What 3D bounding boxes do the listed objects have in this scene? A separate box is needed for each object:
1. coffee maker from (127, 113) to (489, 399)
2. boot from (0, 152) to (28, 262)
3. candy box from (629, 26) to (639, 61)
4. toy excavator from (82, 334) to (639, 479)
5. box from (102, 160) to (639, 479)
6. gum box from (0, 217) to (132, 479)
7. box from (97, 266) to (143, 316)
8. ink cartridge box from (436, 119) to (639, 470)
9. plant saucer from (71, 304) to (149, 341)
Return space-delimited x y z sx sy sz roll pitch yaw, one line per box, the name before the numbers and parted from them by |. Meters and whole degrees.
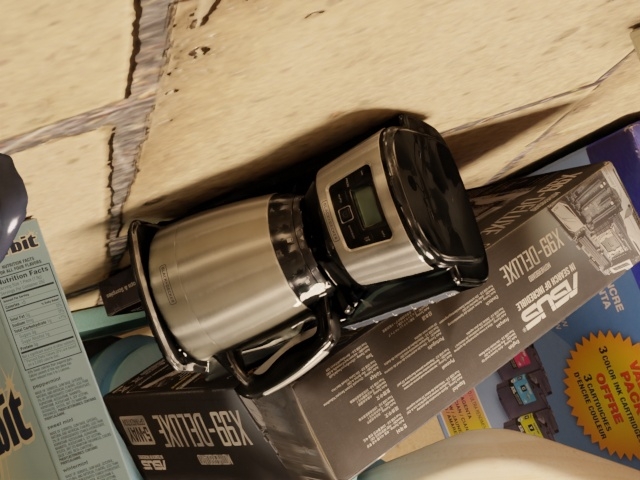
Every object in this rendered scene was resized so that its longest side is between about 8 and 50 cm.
coffee maker | 0.000 0.000 1.061 0.178 0.120 0.171 -21 -168 19
boot | -0.189 0.019 0.762 0.086 0.069 0.190 -13 169 -31
candy box | 0.278 -0.063 1.090 0.071 0.159 0.233 -24 173 26
toy excavator | 0.023 0.205 1.413 0.445 0.433 0.222 -32 -152 35
box | 0.038 0.057 1.220 0.307 0.076 0.242 -33 -167 -33
gum box | -0.163 0.098 0.976 0.041 0.184 0.157 -17 173 -29
box | -0.065 0.014 1.263 0.116 0.029 0.162 -25 173 29
ink cartridge box | 0.256 0.057 1.493 0.151 0.270 0.395 -17 172 -42
plant saucer | -0.164 0.063 1.405 0.067 0.018 0.192 -26 170 39
